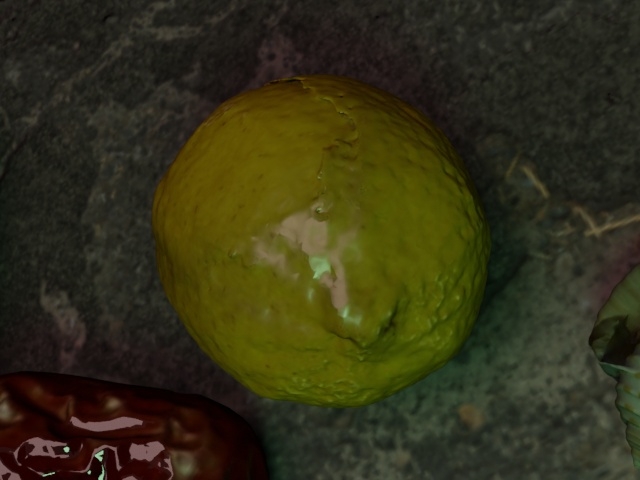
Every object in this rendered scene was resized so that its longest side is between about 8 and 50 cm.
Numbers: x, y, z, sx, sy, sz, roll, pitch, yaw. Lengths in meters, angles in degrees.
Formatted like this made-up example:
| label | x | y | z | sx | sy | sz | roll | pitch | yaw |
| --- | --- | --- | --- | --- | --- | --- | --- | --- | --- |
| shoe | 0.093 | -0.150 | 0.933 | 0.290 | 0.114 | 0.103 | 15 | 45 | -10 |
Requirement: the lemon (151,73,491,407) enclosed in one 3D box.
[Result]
| label | x | y | z | sx | sy | sz | roll | pitch | yaw |
| --- | --- | --- | --- | --- | --- | --- | --- | --- | --- |
| lemon | 0.000 | 0.000 | 0.862 | 0.204 | 0.204 | 0.260 | -50 | 24 | 6 |

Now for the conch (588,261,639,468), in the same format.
| label | x | y | z | sx | sy | sz | roll | pitch | yaw |
| --- | --- | --- | --- | --- | --- | --- | --- | --- | --- |
| conch | 0.222 | 0.065 | 0.792 | 0.153 | 0.102 | 0.135 | -35 | 43 | -23 |

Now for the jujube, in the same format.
| label | x | y | z | sx | sy | sz | roll | pitch | yaw |
| --- | --- | --- | --- | --- | --- | --- | --- | --- | --- |
| jujube | -0.150 | 0.163 | 0.930 | 0.230 | 0.155 | 0.155 | -3 | 74 | 20 |
